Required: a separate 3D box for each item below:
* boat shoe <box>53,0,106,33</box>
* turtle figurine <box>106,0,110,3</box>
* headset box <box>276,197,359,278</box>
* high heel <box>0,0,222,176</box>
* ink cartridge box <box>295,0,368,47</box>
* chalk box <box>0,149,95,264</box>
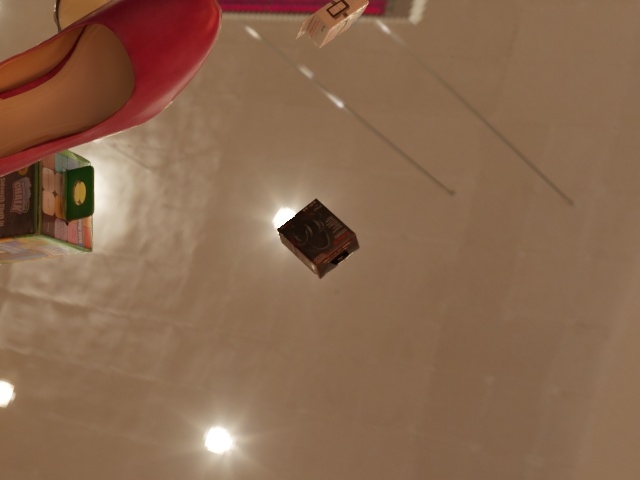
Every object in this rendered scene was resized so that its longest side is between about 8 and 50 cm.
[{"bbox_3d":[-0.234,-0.218,1.319,0.049,0.137,0.043,-19,-120,-17],"label":"boat shoe"},{"bbox_3d":[-0.284,-0.393,1.710,0.274,0.198,0.266,1,-95,4],"label":"turtle figurine"},{"bbox_3d":[0.000,0.000,1.580,0.062,0.032,0.083,-38,-125,-13],"label":"headset box"},{"bbox_3d":[-0.180,-0.095,0.878,0.244,0.117,0.082,-20,-85,22],"label":"high heel"},{"bbox_3d":[0.013,-0.258,1.605,0.083,0.048,0.028,-38,-98,-25],"label":"ink cartridge box"},{"bbox_3d":[-0.380,-0.051,1.788,0.213,0.132,0.132,-6,-103,21],"label":"chalk box"}]
